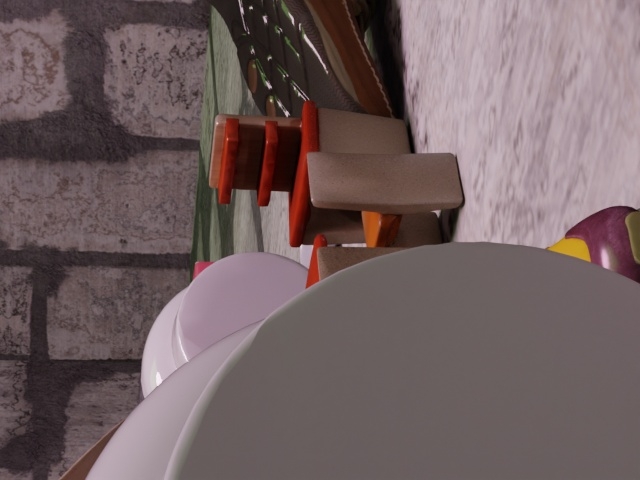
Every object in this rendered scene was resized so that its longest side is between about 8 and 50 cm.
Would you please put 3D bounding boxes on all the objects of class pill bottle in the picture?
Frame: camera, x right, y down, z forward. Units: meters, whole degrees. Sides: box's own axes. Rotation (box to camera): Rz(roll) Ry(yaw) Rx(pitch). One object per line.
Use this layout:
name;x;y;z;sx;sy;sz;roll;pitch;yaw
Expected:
pill bottle;-0.068;0.131;1.288;0.318;0.176;0.176;108;162;-64
pill bottle;0.015;0.158;0.541;0.408;0.229;0.229;111;159;-65

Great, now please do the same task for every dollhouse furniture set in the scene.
dollhouse furniture set;-0.001;0.035;0.989;0.262;0.135;0.259;101;167;-48

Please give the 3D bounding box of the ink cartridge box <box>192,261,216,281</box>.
ink cartridge box;-0.080;0.189;1.557;0.207;0.117;0.283;109;161;-63

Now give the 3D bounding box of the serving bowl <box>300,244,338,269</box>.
serving bowl;0.000;0.000;1.355;0.083;0.027;0.083;-178;90;-81

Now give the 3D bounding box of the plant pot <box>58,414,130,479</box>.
plant pot;-0.076;0.279;0.835;0.256;0.274;0.256;-51;-4;-5

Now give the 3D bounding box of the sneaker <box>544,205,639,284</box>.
sneaker;0.081;0.044;0.608;0.185;0.083;0.070;106;164;-60

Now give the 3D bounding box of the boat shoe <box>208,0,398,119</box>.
boat shoe;-0.014;-0.196;1.168;0.324;0.119;0.123;61;152;29
